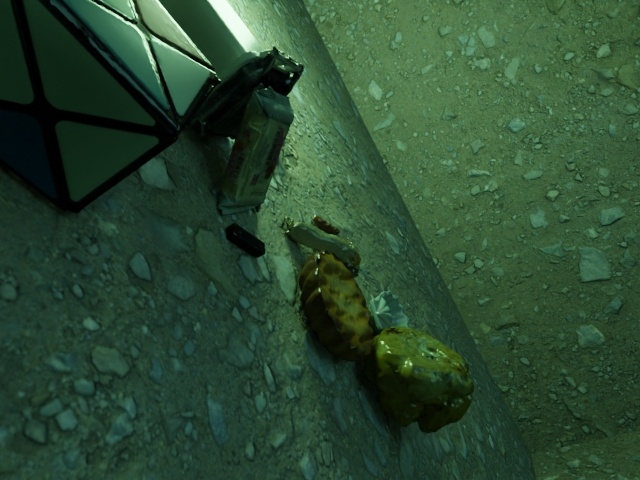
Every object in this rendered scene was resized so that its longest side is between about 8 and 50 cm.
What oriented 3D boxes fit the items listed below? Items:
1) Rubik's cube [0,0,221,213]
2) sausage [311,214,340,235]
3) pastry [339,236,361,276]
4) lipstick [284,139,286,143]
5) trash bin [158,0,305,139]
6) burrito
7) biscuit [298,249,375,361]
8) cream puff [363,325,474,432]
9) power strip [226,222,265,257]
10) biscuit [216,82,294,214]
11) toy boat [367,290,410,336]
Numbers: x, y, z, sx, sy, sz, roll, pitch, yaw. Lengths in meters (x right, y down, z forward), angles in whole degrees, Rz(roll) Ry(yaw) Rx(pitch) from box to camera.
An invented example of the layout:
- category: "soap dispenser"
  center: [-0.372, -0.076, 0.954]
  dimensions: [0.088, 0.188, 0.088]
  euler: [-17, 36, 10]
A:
- category: "Rubik's cube"
  center: [-0.337, -0.230, 0.602]
  dimensions: [0.250, 0.246, 0.248]
  euler: [48, 27, -32]
- category: "sausage"
  center: [0.020, -0.051, 1.474]
  dimensions: [0.158, 0.042, 0.036]
  euler: [29, 84, -52]
- category: "pastry"
  center: [0.080, 0.060, 1.422]
  dimensions: [0.153, 0.081, 0.153]
  euler: [34, 35, -28]
- category: "lipstick"
  center: [-0.208, -0.392, 1.320]
  dimensions: [0.264, 0.059, 0.059]
  euler: [43, 30, -41]
- category: "trash bin"
  center: [-0.255, -0.475, 1.029]
  dimensions: [0.368, 0.296, 0.256]
  euler: [58, 23, 2]
- category: "burrito"
  center: [0.000, 0.000, 1.278]
  dimensions: [0.275, 0.059, 0.082]
  euler: [23, 40, -33]
- category: "biscuit"
  center: [0.042, 0.186, 1.169]
  dimensions: [0.326, 0.107, 0.326]
  euler: [52, 23, -33]
- category: "cream puff"
  center: [0.279, 0.434, 1.264]
  dimensions: [0.324, 0.257, 0.291]
  euler: [10, 12, -19]
- category: "power strip"
  center: [-0.177, 0.002, 0.987]
  dimensions: [0.111, 0.029, 0.038]
  euler: [39, 33, -41]
- category: "biscuit"
  center: [-0.157, -0.212, 1.007]
  dimensions: [0.079, 0.309, 0.186]
  euler: [28, 15, 15]
- category: "toy boat"
  center: [0.233, 0.282, 1.485]
  dimensions: [0.290, 0.100, 0.200]
  euler: [29, 40, -56]
